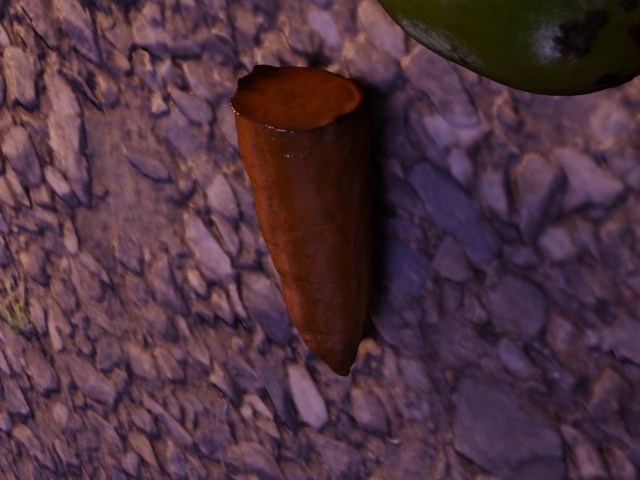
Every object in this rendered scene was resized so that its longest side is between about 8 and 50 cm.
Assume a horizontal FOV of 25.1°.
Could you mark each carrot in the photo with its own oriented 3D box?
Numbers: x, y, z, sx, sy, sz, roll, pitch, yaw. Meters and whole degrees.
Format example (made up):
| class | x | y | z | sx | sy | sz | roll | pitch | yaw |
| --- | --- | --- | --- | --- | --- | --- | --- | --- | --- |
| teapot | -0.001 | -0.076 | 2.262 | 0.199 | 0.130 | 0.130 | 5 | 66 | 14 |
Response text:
| class | x | y | z | sx | sy | sz | roll | pitch | yaw |
| --- | --- | --- | --- | --- | --- | --- | --- | --- | --- |
| carrot | 0.000 | 0.000 | 0.794 | 0.072 | 0.072 | 0.205 | 26 | 141 | 34 |

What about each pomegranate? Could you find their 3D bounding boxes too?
| class | x | y | z | sx | sy | sz | roll | pitch | yaw |
| --- | --- | --- | --- | --- | --- | --- | --- | --- | --- |
| pomegranate | 0.072 | -0.135 | 0.497 | 0.159 | 0.205 | 0.159 | -15 | 70 | 46 |
